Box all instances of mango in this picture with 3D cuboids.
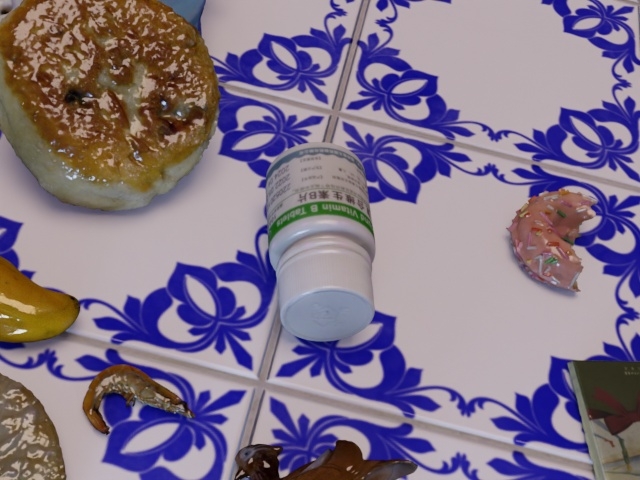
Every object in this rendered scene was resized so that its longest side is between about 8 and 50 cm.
[{"bbox_3d":[-0.381,0.067,1.128,0.190,0.075,0.098,24,56,0],"label":"mango"}]

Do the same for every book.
[{"bbox_3d":[0.420,0.268,1.153,0.201,0.026,0.289,3,50,-11],"label":"book"}]

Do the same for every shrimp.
[{"bbox_3d":[-0.207,0.189,1.092,0.127,0.025,0.091,18,50,9],"label":"shrimp"}]

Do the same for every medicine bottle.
[{"bbox_3d":[0.000,0.000,1.219,0.139,0.139,0.237,4,50,-9],"label":"medicine bottle"}]

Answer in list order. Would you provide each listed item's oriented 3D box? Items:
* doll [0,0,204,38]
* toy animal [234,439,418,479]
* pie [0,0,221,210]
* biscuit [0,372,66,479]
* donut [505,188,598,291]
[{"bbox_3d":[-0.309,-0.365,1.425,0.366,0.187,0.376,-7,75,-6],"label":"doll"},{"bbox_3d":[0.005,0.263,1.043,0.188,0.089,0.179,-24,44,-22],"label":"toy animal"},{"bbox_3d":[-0.276,-0.196,1.260,0.315,0.092,0.315,2,85,-20],"label":"pie"},{"bbox_3d":[-0.336,0.274,0.986,0.141,0.038,0.290,15,51,0],"label":"biscuit"},{"bbox_3d":[0.320,-0.012,1.342,0.117,0.065,0.166,15,48,0],"label":"donut"}]
